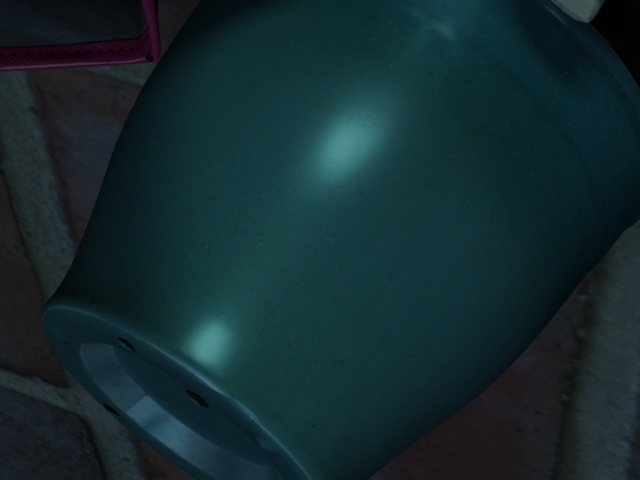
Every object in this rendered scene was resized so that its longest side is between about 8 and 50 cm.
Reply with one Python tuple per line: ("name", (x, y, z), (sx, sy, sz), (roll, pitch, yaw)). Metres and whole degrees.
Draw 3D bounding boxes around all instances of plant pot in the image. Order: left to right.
("plant pot", (0.000, 0.000, 0.916), (0.271, 0.255, 0.272), (30, 157, 14))

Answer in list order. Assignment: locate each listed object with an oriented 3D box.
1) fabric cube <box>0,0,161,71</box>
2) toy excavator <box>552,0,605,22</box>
("fabric cube", (-0.189, -0.217, 0.549), (0.259, 0.258, 0.254), (-3, 161, 1))
("toy excavator", (0.307, -0.008, 0.827), (0.433, 0.222, 0.445), (15, 133, 19))
